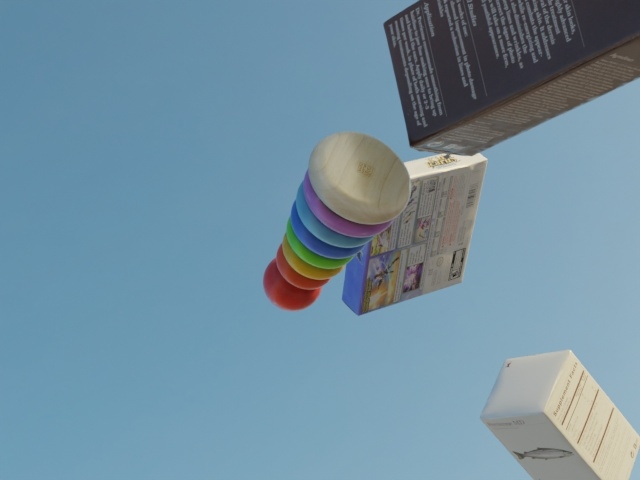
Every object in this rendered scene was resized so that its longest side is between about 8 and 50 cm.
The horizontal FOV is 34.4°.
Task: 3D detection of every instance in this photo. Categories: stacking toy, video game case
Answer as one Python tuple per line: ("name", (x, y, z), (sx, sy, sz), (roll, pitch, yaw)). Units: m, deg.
("stacking toy", (0.000, 0.000, 1.440), (0.141, 0.141, 0.330), (-12, -28, -31))
("video game case", (0.164, -0.017, 1.834), (0.244, 0.061, 0.269), (-16, -51, -31))

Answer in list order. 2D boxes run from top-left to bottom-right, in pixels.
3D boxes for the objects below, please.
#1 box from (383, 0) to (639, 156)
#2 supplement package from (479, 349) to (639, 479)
("box", (0.270, -0.262, 1.284), (0.143, 0.191, 0.381), (2, -18, -42))
("supplement package", (0.305, 0.238, 1.307), (0.179, 0.105, 0.105), (48, -128, -20))
